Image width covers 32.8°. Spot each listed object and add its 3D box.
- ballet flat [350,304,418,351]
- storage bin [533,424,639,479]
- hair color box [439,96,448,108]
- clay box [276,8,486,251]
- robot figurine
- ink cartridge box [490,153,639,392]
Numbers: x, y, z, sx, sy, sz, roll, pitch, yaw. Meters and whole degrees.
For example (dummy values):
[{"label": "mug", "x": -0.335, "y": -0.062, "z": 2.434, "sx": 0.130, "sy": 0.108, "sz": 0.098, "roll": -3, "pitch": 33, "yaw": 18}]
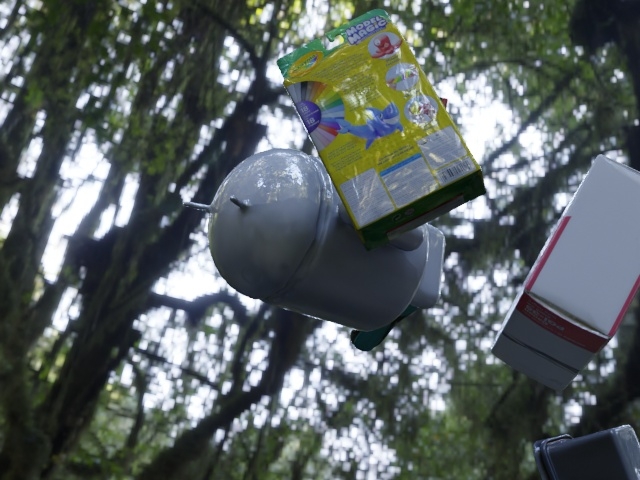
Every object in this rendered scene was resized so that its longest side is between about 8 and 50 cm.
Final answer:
[{"label": "ballet flat", "x": 0.107, "y": 0.096, "z": 1.685, "sx": 0.070, "sy": 0.070, "sz": 0.188, "roll": 29, "pitch": -53, "yaw": -22}, {"label": "storage bin", "x": 0.304, "y": 0.261, "z": 1.149, "sx": 0.091, "sy": 0.135, "sz": 0.098, "roll": -29, "pitch": -20, "yaw": 34}, {"label": "hair color box", "x": 0.107, "y": -0.157, "z": 1.489, "sx": 0.053, "sy": 0.167, "sz": 0.093, "roll": 6, "pitch": -83, "yaw": -23}, {"label": "clay box", "x": 0.053, "y": -0.112, "z": 1.046, "sx": 0.127, "sy": 0.222, "sz": 0.053, "roll": -26, "pitch": -31, "yaw": 2}, {"label": "robot figurine", "x": 0.000, "y": 0.000, "z": 1.427, "sx": 0.353, "sy": 0.200, "sz": 0.300, "roll": 19, "pitch": -25, "yaw": -32}, {"label": "ink cartridge box", "x": 0.323, "y": 0.052, "z": 1.358, "sx": 0.117, "sy": 0.207, "sz": 0.283, "roll": 29, "pitch": -18, "yaw": 10}]
